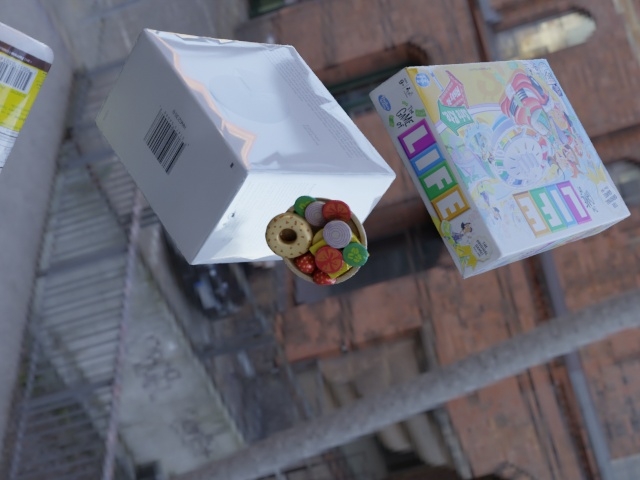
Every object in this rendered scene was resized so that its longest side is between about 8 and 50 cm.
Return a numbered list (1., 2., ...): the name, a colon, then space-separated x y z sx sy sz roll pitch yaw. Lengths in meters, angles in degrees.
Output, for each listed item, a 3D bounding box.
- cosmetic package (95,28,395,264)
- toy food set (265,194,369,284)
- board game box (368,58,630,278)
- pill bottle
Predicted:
1. cosmetic package: -0.082 -0.099 1.390 0.224 0.138 0.224 -3 47 -45
2. toy food set: 0.000 0.000 1.103 0.083 0.082 0.020 52 24 -8
3. board game box: 0.098 -0.043 0.674 0.154 0.026 0.103 -14 75 -53
4. pill bottle: -0.373 -0.128 1.342 0.215 0.117 0.117 -63 168 3
